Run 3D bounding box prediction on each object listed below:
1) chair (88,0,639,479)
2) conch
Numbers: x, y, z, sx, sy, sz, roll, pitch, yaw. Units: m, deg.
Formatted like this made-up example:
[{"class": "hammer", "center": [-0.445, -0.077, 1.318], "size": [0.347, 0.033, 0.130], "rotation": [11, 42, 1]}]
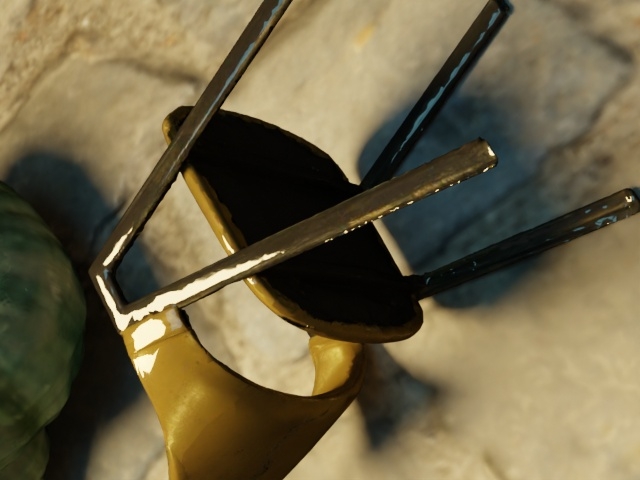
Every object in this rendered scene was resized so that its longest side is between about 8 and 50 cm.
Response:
[{"class": "chair", "center": [0.000, 0.000, 0.552], "size": [0.247, 0.158, 0.172], "rotation": [-39, 64, 26]}, {"class": "conch", "center": [-0.244, 0.084, 0.732], "size": [0.220, 0.195, 0.277], "rotation": [4, 109, 51]}]
